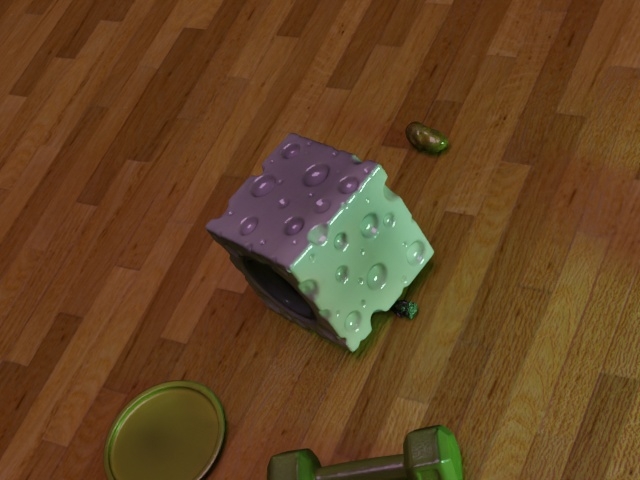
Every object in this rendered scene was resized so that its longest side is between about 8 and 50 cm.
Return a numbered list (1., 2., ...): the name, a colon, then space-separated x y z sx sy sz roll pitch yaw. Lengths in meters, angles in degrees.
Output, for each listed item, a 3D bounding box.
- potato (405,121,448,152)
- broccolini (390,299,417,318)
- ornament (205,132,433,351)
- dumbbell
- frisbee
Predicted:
1. potato: 0.197 -0.191 2.357 0.092 0.047 0.045 28 34 28
2. broccolini: 0.110 0.103 2.184 0.140 0.030 0.035 17 55 39
3. ornament: 0.000 0.000 2.148 0.239 0.240 0.240 23 66 45
4. dumbbell: 0.066 0.362 1.947 0.301 0.121 0.108 -12 22 16
5. frisbee: -0.270 0.347 2.173 0.235 0.017 0.236 -12 51 16
